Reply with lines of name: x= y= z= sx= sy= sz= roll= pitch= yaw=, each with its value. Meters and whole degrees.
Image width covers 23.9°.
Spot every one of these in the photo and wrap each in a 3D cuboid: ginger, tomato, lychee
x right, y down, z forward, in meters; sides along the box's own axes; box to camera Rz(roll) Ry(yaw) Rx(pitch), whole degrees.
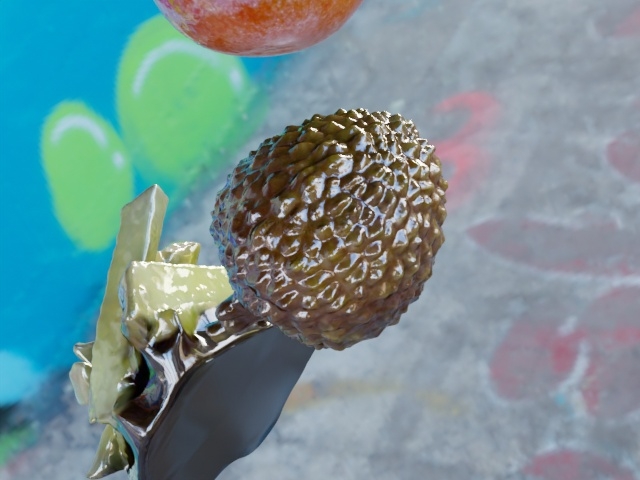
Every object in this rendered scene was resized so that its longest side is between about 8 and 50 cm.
ginger: x=-0.168 y=0.126 z=1.845 sx=0.211 sy=0.413 sz=0.358 roll=38 pitch=52 yaw=22
tomato: x=-0.064 y=-0.262 z=1.345 sx=0.188 sy=0.232 sz=0.232 roll=-52 pitch=16 yaw=42
lychee: x=0.000 y=0.000 z=1.211 sx=0.238 sy=0.200 sz=0.200 roll=-46 pitch=36 yaw=5
